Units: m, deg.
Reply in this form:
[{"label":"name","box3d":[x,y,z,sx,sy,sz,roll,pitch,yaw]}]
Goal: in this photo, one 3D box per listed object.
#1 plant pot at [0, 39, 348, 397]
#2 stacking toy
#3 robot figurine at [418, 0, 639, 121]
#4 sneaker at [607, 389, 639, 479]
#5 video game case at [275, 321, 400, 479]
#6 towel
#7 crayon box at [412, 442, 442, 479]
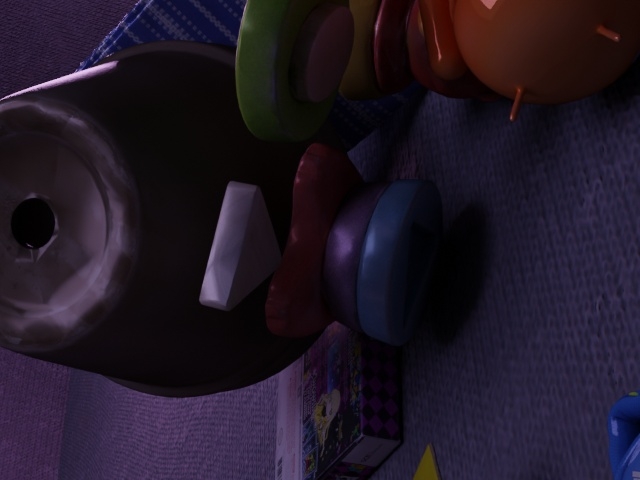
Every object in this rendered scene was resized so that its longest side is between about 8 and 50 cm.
[{"label":"plant pot","box3d":[-0.162,-0.018,1.030,0.280,0.323,0.323,-2,-71,-69]},{"label":"stacking toy","box3d":[0.045,-0.064,0.908,0.279,0.130,0.309,-6,-73,-69]},{"label":"robot figurine","box3d":[0.142,-0.176,0.811,0.128,0.158,0.219,81,-174,-50]},{"label":"sneaker","box3d":[0.175,0.130,0.461,0.240,0.126,0.091,-115,41,-65]},{"label":"video game case","box3d":[0.012,0.124,1.151,0.210,0.042,0.232,124,154,-48]},{"label":"towel","box3d":[-0.083,-0.147,1.192,0.336,0.243,0.040,-39,16,32]},{"label":"crayon box","box3d":[0.091,0.290,0.691,0.318,0.081,0.202,-106,33,-57]}]
